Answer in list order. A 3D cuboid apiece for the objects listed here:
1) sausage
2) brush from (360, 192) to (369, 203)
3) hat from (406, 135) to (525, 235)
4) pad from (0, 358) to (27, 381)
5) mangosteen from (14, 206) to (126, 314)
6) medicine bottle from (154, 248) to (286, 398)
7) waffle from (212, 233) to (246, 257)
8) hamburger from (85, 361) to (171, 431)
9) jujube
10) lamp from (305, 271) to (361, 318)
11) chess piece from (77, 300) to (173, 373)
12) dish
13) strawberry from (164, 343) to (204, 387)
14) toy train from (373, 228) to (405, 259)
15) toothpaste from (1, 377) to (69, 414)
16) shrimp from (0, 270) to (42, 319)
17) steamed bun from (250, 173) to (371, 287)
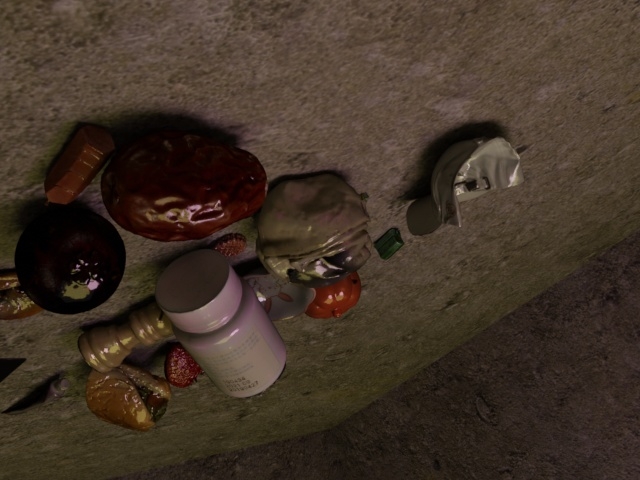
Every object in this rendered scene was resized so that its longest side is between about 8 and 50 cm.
[{"bbox_3d":[-0.405,-0.116,1.069,0.065,0.065,0.169,8,142,-46],"label":"sausage"},{"bbox_3d":[0.099,-0.086,1.581,0.021,0.018,0.083,-20,154,-28],"label":"brush"},{"bbox_3d":[0.314,-0.139,1.548,0.258,0.168,0.301,-30,-174,-32],"label":"hat"},{"bbox_3d":[-0.968,0.387,1.666,0.368,0.007,0.248,-36,151,28],"label":"pad"},{"bbox_3d":[-0.461,0.036,1.187,0.210,0.209,0.210,-18,154,-9],"label":"mangosteen"},{"bbox_3d":[-0.233,0.209,1.569,0.214,0.213,0.378,-22,136,0],"label":"medicine bottle"},{"bbox_3d":[-0.213,0.013,1.515,0.075,0.029,0.083,-31,151,17],"label":"waffle"},{"bbox_3d":[-0.540,0.465,1.888,0.209,0.162,0.330,15,150,13],"label":"hamburger"},{"bbox_3d":[-0.230,-0.094,1.115,0.290,0.197,0.197,-7,151,-41],"label":"jujube"},{"bbox_3d":[0.023,0.140,1.792,0.188,0.163,0.187,-17,156,-8],"label":"lamp"},{"bbox_3d":[-0.448,0.223,1.656,0.307,0.124,0.138,-27,124,1],"label":"chess piece"},{"bbox_3d":[-0.128,0.122,1.699,0.230,0.081,0.229,-3,139,-2],"label":"dish"},{"bbox_3d":[-0.424,0.375,1.951,0.131,0.131,0.148,-33,131,21],"label":"strawberry"},{"bbox_3d":[0.193,0.011,1.800,0.038,0.056,0.093,8,139,-40],"label":"toy train"},{"bbox_3d":[-0.824,0.465,1.885,0.301,0.048,0.075,-31,-178,31],"label":"toothpaste"},{"bbox_3d":[-0.664,0.115,1.321,0.249,0.068,0.150,-5,137,-42],"label":"shrimp"},{"bbox_3d":[0.000,0.000,1.461,0.275,0.206,0.320,-37,154,25],"label":"steamed bun"}]
